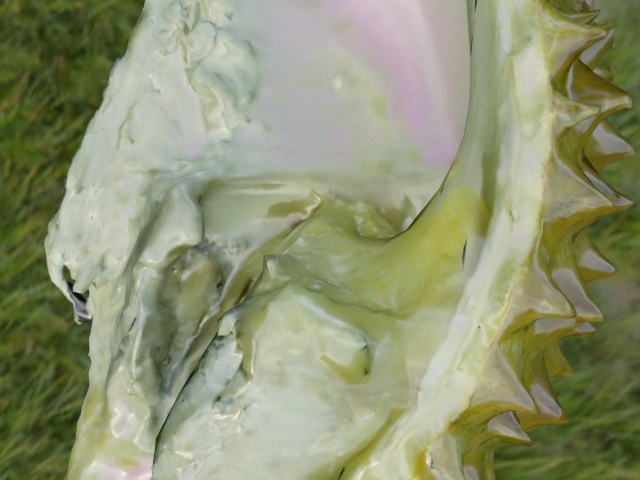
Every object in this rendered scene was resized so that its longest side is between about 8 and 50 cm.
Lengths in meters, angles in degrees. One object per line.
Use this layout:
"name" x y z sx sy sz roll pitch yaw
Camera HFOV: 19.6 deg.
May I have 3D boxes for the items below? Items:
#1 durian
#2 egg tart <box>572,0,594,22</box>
"durian" 0.000 0.000 0.564 0.166 0.172 0.306 17 92 -11
"egg tart" 0.187 -0.202 1.684 0.132 0.297 0.297 -9 73 7
